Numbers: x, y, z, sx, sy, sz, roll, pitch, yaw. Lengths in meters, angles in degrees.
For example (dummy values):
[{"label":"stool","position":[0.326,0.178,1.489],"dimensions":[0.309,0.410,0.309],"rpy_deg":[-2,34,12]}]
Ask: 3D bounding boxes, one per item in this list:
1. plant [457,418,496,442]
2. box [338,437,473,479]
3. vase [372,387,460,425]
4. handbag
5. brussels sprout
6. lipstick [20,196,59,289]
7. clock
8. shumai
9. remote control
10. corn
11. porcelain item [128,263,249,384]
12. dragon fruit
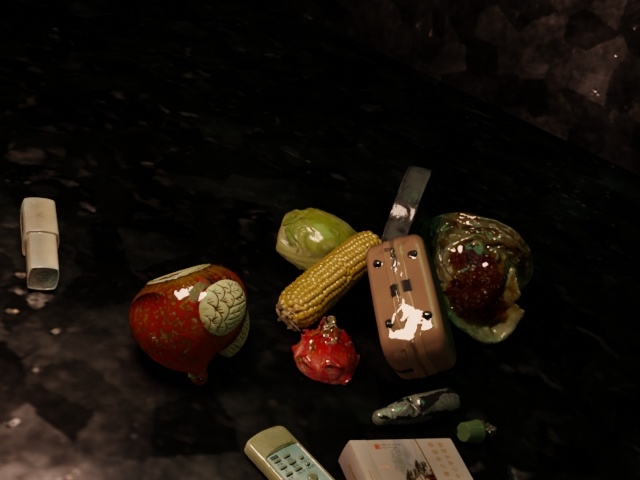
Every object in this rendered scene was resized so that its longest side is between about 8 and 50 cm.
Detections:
[{"label":"plant","position":[0.338,0.401,1.656],"dimensions":[0.102,0.051,0.051],"rpy_deg":[4,33,-33]},{"label":"box","position":[0.167,0.445,1.468],"dimensions":[0.233,0.067,0.149],"rpy_deg":[6,30,-25]},{"label":"vase","position":[0.197,0.353,1.642],"dimensions":[0.212,0.059,0.060],"rpy_deg":[-5,39,-34]},{"label":"handbag","position":[0.213,0.168,1.779],"dimensions":[0.149,0.283,0.301],"rpy_deg":[-19,55,12]},{"label":"brussels sprout","position":[0.000,0.000,1.994],"dimensions":[0.223,0.161,0.223],"rpy_deg":[19,34,-13]},{"label":"lipstick","position":[-0.613,0.007,1.724],"dimensions":[0.078,0.078,0.252],"rpy_deg":[4,35,-26]},{"label":"clock","position":[0.212,-0.036,2.015],"dimensions":[0.067,0.325,0.325],"rpy_deg":[19,30,9]},{"label":"shumai","position":[0.372,0.108,2.031],"dimensions":[0.330,0.292,0.288],"rpy_deg":[20,66,13]},{"label":"remote control","position":[-0.035,0.429,1.414],"dimensions":[0.098,0.038,0.233],"rpy_deg":[-16,46,-44]},{"label":"corn","position":[0.026,0.087,1.817],"dimensions":[0.305,0.106,0.106],"rpy_deg":[-40,60,-21]},{"label":"porcelain item","position":[-0.255,0.173,1.575],"dimensions":[0.253,0.252,0.253],"rpy_deg":[14,31,-9]},{"label":"dragon fruit","position":[0.024,0.228,1.699],"dimensions":[0.153,0.110,0.153],"rpy_deg":[11,34,-8]}]
